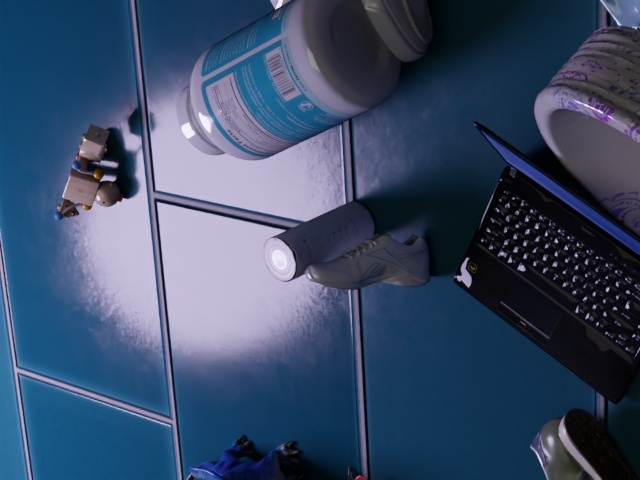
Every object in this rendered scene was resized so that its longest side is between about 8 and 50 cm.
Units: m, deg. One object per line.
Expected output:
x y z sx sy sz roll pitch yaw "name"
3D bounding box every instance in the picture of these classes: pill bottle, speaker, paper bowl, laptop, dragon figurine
-0.047 -0.178 1.750 0.264 0.146 0.146 -21 93 44 "pill bottle"
0.000 0.000 1.791 0.055 0.136 0.055 22 124 37 "speaker"
0.342 -0.085 1.398 0.284 0.148 0.284 41 175 5 "paper bowl"
0.236 0.029 1.600 0.234 0.136 0.264 39 129 23 "laptop"
-0.118 0.321 2.021 0.289 0.144 0.085 0 107 41 "dragon figurine"

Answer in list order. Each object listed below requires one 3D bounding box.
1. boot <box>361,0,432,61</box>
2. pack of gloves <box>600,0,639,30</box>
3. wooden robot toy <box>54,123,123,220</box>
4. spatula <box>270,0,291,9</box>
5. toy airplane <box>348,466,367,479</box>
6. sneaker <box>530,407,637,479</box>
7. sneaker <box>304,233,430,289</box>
0.094 -0.315 1.611 0.123 0.095 0.258 -13 114 25 "boot"
0.314 -0.286 1.464 0.232 0.046 0.195 55 134 8 "pack of gloves"
-0.296 -0.081 2.079 0.079 0.076 0.173 21 128 -8 "wooden robot toy"
-0.008 -0.371 1.722 0.242 0.019 0.168 -30 90 39 "spatula"
0.071 0.351 1.951 0.151 0.028 0.151 15 116 34 "toy airplane"
0.298 0.279 1.707 0.086 0.064 0.192 -35 83 51 "sneaker"
0.053 0.022 1.760 0.053 0.152 0.061 -151 60 -63 "sneaker"
